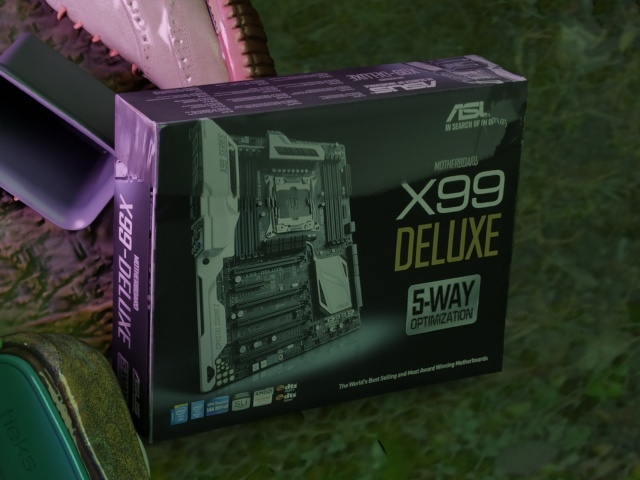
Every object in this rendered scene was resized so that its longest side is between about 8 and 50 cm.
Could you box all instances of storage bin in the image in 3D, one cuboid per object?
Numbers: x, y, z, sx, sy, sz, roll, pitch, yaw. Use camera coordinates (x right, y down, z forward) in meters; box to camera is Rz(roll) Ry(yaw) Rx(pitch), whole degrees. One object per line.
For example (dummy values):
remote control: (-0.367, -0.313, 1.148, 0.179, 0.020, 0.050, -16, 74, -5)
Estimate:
storage bin: (-0.203, -0.084, 1.352, 0.135, 0.098, 0.091, 36, 33, -10)

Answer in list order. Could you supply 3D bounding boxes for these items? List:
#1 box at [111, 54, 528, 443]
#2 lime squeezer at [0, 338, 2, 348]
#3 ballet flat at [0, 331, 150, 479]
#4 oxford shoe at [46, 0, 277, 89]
box: (0.000, 0.000, 1.346, 0.307, 0.076, 0.242, -8, 115, -28)
lime squeezer: (-0.306, 0.129, 1.051, 0.310, 0.059, 0.110, -14, 81, -34)
ballet flat: (-0.140, 0.223, 1.261, 0.123, 0.123, 0.348, -19, 84, -30)
oxford shoe: (-0.129, -0.179, 1.416, 0.147, 0.140, 0.397, -19, 87, 5)
